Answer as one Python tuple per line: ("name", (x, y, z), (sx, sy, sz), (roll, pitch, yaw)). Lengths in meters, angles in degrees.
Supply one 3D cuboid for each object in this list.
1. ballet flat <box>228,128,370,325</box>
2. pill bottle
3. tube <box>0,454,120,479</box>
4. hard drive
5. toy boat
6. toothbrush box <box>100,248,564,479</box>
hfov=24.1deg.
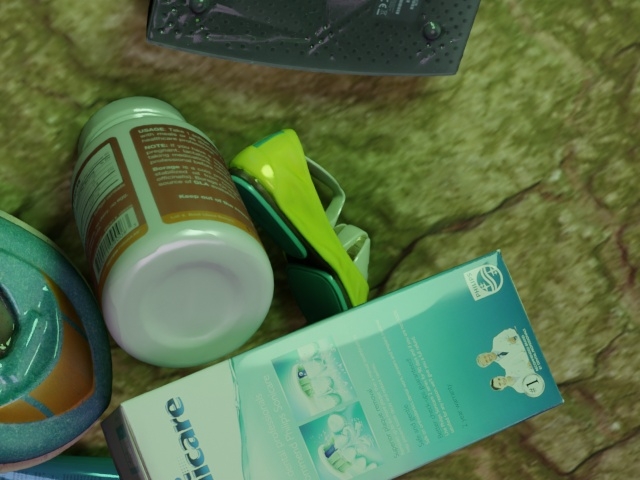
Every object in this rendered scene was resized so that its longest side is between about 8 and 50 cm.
("ballet flat", (0.000, 0.000, 1.252), (0.077, 0.077, 0.231), (-48, 130, -21))
("pill bottle", (-0.117, -0.015, 1.101), (0.121, 0.216, 0.121), (-9, 126, -13))
("tube", (-0.244, 0.217, 1.327), (0.207, 0.052, 0.080), (5, 117, -17))
("hard drive", (0.003, -0.211, 1.111), (0.255, 0.054, 0.172), (3, 122, -23))
("toy boat", (-0.264, 0.130, 1.085), (0.267, 0.148, 0.318), (32, 68, -41))
("toothbrush box", (-0.002, 0.130, 1.122), (0.295, 0.216, 0.126), (-23, 85, -14))
